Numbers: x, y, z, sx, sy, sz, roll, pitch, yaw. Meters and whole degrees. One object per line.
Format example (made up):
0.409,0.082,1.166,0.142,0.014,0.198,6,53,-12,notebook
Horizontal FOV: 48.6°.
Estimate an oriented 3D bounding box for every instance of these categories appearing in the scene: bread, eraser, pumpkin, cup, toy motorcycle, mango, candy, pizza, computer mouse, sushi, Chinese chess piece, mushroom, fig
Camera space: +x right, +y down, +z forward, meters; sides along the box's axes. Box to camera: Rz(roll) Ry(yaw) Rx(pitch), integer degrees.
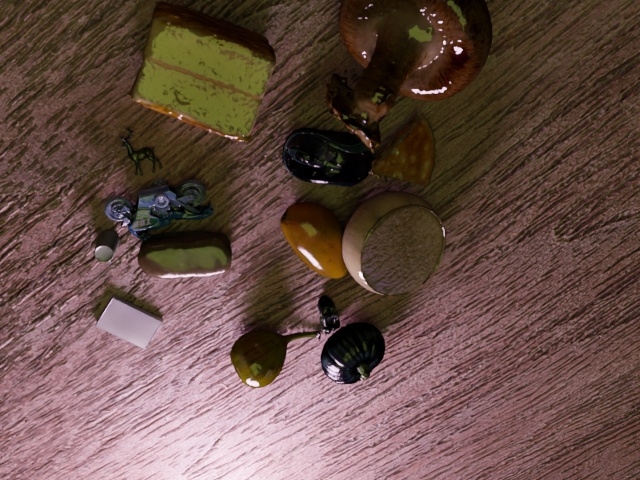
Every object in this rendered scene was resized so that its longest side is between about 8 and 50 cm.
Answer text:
-0.254,-0.371,1.527,0.279,0.279,0.207,19,110,-14,bread
-0.514,0.222,1.907,0.150,0.023,0.104,30,107,-18,eraser
0.090,0.308,1.944,0.194,0.194,0.150,-38,82,11,pumpkin
-0.541,0.023,1.780,0.054,0.083,0.075,21,112,-16,cup
-0.396,-0.072,1.753,0.254,0.092,0.136,-14,125,-10,toy motorcycle
0.000,0.000,1.817,0.138,0.113,0.253,-39,120,-2,mango
-0.342,0.036,1.799,0.234,0.104,0.102,-6,110,-4,candy
0.199,-0.215,1.761,0.193,0.053,0.201,-14,122,-23,pizza
0.023,-0.198,1.739,0.233,0.096,0.137,7,114,-11,computer mouse
0.023,0.203,1.928,0.056,0.085,0.083,-10,114,-3,sushi
0.186,0.008,1.802,0.270,0.112,0.270,-11,116,-24,Chinese chess piece
0.171,-0.436,1.532,0.331,0.356,0.334,54,143,2,mushroom
-0.122,0.287,1.933,0.259,0.151,0.151,-33,116,-16,fig

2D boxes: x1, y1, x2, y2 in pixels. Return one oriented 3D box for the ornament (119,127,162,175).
-0.438,-0.219,1.713,0.073,0.028,0.125,-17,117,2,ornament
